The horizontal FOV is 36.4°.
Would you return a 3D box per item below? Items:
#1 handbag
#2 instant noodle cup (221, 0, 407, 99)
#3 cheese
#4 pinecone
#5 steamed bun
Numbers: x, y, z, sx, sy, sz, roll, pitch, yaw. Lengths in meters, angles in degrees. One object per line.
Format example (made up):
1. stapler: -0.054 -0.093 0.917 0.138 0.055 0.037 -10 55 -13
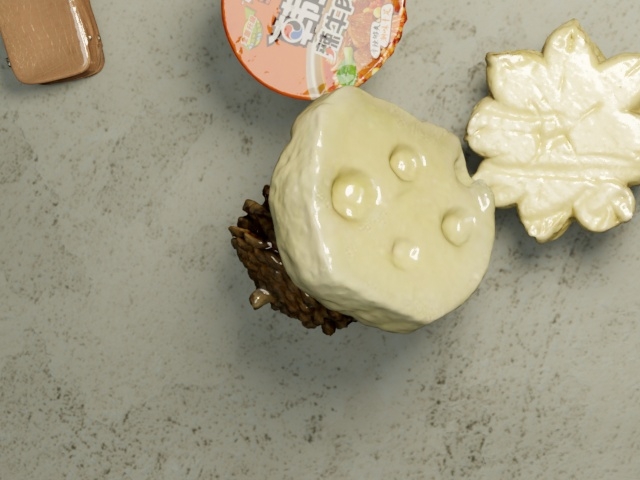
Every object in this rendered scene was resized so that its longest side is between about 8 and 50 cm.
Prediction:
1. handbag: -0.428 -0.337 1.509 0.151 0.072 0.193 -17 97 13
2. instant noodle cup: 0.008 -0.323 1.362 0.250 0.192 0.250 2 99 11
3. cheese: 0.081 -0.045 1.259 0.115 0.318 0.326 -22 92 55
4. pinecone: 0.004 0.010 1.397 0.257 0.243 0.243 -28 92 9
5. steamed bun: 0.342 -0.155 1.354 0.295 0.137 0.292 44 108 10
